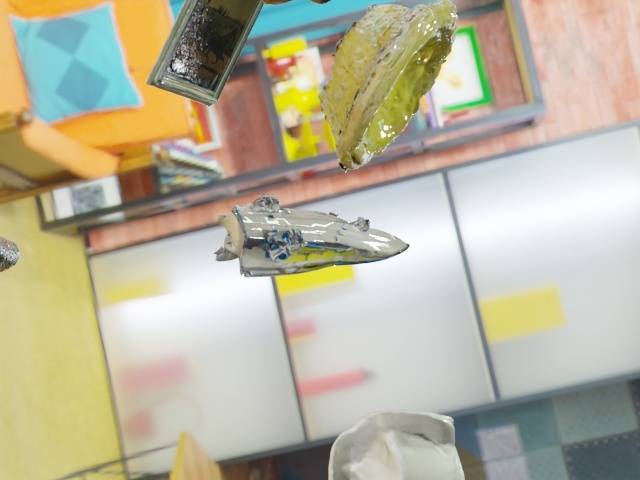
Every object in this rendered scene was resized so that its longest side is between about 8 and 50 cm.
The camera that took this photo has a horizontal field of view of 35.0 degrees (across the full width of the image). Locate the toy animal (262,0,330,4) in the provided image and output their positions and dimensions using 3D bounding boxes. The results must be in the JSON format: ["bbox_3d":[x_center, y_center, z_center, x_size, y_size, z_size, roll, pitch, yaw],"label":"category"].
[{"bbox_3d":[-0.066,-0.300,0.704,0.122,0.186,0.298,-45,132,-39],"label":"toy animal"}]

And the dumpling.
[{"bbox_3d":[0.087,0.289,1.166,0.132,0.163,0.250,-111,-163,-57],"label":"dumpling"}]

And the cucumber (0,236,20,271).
[{"bbox_3d":[-0.566,0.023,1.746,0.241,0.075,0.074,147,-69,-83],"label":"cucumber"}]

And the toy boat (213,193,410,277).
[{"bbox_3d":[0.000,0.000,0.991,0.084,0.210,0.066,60,-43,46],"label":"toy boat"}]

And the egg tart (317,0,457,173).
[{"bbox_3d":[0.101,-0.277,1.718,0.132,0.345,0.345,33,-3,13],"label":"egg tart"}]

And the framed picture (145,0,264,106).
[{"bbox_3d":[-0.127,-0.264,1.258,0.197,0.014,0.252,-63,172,7],"label":"framed picture"}]
